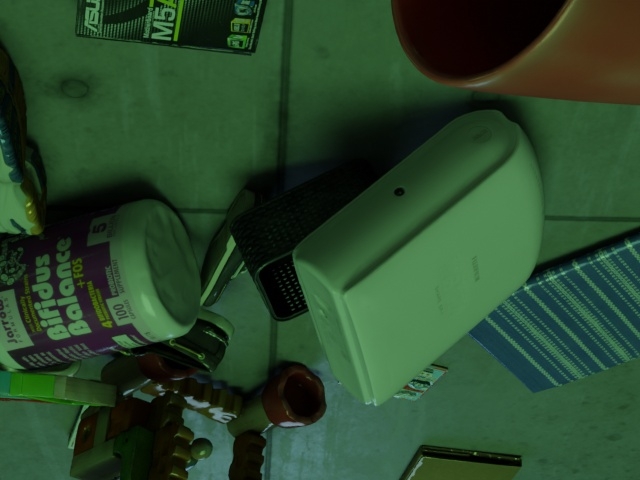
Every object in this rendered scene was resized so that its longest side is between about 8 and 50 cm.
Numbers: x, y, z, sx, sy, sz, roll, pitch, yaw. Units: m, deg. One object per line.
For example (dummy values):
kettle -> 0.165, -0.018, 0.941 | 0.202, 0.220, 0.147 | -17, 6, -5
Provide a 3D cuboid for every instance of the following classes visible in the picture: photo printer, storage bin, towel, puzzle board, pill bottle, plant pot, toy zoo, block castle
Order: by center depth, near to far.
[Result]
plant pot -> 0.239, -0.238, 1.370 | 0.243, 0.275, 0.275 | 13, 144, -34
photo printer -> 0.126, 0.013, 1.723 | 0.307, 0.107, 0.256 | -38, 145, -17
storage bin -> 0.000, 0.000, 1.784 | 0.180, 0.084, 0.122 | -25, 144, -3
pill bottle -> -0.310, 0.063, 1.846 | 0.301, 0.169, 0.169 | -14, 143, 18
toy zoo -> -0.425, 0.182, 1.937 | 0.293, 0.030, 0.192 | 2, 171, 12
towel -> 0.363, 0.088, 2.020 | 0.336, 0.040, 0.243 | -24, 137, 26
block castle -> -0.152, 0.347, 2.020 | 0.303, 0.453, 0.213 | 25, 144, -31
puzzle board -> 0.102, 0.193, 2.177 | 0.128, 0.011, 0.096 | 14, 142, -21

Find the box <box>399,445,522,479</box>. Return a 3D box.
box -> 0.208, 0.386, 2.445 | 0.164, 0.021, 0.201 | 8, 144, -12

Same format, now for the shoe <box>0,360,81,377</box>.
shoe -> -0.416, 0.139, 2.027 | 0.219, 0.076, 0.058 | 16, 160, -19

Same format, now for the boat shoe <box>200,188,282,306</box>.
boat shoe -> -0.097, 0.020, 1.872 | 0.065, 0.075, 0.206 | 15, 138, -16

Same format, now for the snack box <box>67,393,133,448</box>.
snack box -> -0.322, 0.260, 2.254 | 0.064, 0.022, 0.178 | 11, 144, -14

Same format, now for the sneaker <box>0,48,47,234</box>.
sneaker -> -0.380, -0.097, 1.669 | 0.131, 0.112, 0.296 | 0, 144, -1

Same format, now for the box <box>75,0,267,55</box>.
box -> -0.140, -0.263, 1.493 | 0.184, 0.045, 0.190 | 4, 144, -11

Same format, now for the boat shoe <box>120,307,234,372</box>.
boat shoe -> -0.225, 0.112, 1.957 | 0.228, 0.068, 0.081 | 11, 153, 19
